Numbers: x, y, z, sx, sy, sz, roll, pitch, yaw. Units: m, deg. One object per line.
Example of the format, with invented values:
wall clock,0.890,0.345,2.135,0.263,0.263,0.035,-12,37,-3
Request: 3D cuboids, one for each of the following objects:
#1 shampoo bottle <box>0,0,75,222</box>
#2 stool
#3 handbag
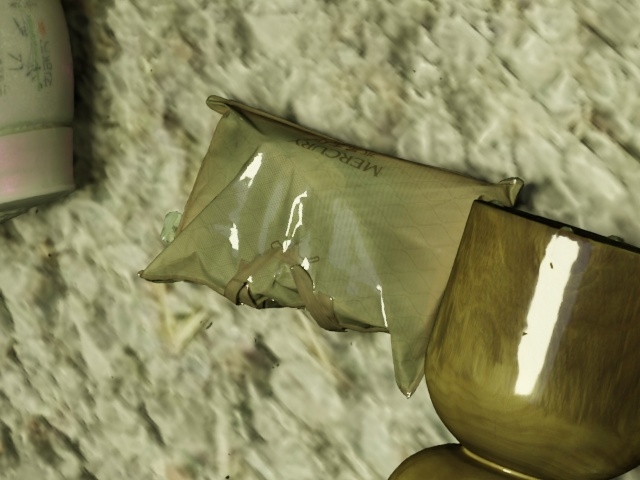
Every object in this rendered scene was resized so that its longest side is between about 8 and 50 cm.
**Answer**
shampoo bottle,-0.333,-0.127,1.357,0.273,0.273,0.266,-11,93,22
stool,0.153,0.119,1.192,0.179,0.179,0.264,19,95,22
handbag,0.000,0.000,1.296,0.270,0.117,0.182,18,79,21
